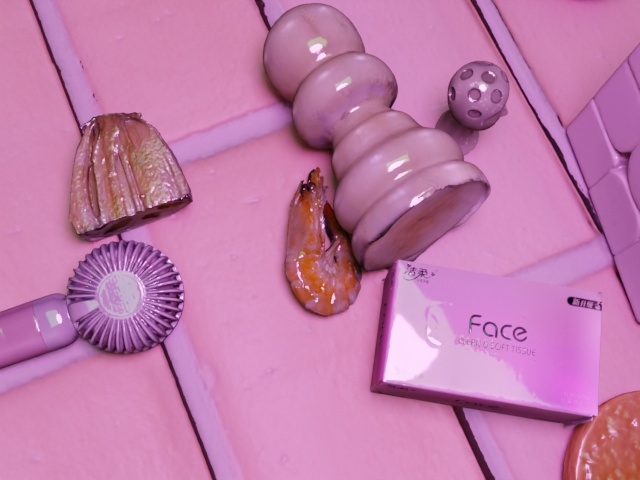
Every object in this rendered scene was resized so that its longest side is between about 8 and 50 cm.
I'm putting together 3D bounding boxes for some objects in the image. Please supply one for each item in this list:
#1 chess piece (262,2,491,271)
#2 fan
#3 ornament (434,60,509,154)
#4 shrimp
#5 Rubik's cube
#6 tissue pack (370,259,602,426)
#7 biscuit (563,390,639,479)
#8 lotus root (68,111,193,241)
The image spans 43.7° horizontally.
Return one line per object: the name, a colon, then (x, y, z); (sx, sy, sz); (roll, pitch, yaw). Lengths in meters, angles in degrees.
chess piece: (0.042, -0.144, 0.966); (0.182, 0.182, 0.330); (-27, 71, -14)
fan: (-0.276, 0.082, 0.903); (0.244, 0.074, 0.130); (-18, 86, -6)
ornament: (0.188, -0.164, 0.985); (0.081, 0.156, 0.075); (22, 72, 2)
shrimp: (0.000, 0.000, 0.975); (0.101, 0.042, 0.190); (4, 70, -27)
Rubik's cube: (0.510, -0.094, 0.928); (0.292, 0.291, 0.290); (-12, 73, -9)
tissue pack: (0.191, 0.122, 0.925); (0.246, 0.092, 0.148); (9, 72, -4)
biscuit: (0.410, 0.344, 0.897); (0.275, 0.052, 0.355); (-24, 75, -14)
lotus root: (-0.231, -0.080, 0.960); (0.143, 0.070, 0.144); (-13, 78, -4)
